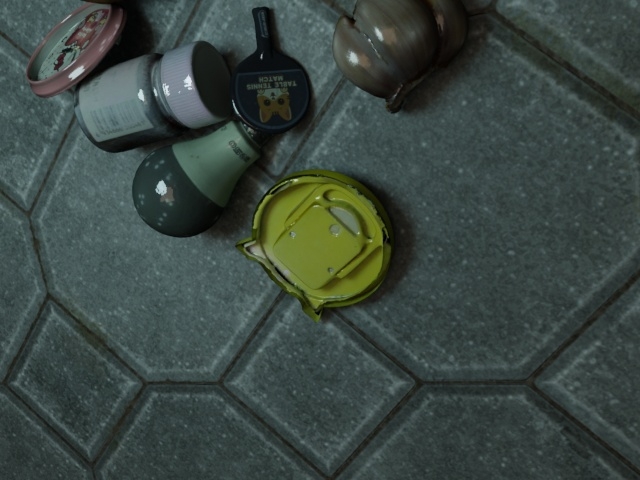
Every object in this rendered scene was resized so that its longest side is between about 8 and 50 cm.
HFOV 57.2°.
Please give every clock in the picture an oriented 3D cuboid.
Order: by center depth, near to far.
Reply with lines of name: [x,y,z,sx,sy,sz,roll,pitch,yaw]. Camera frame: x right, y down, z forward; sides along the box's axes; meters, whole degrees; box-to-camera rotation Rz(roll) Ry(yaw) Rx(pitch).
clock: [0.002,-0.003,1.131,0.293,0.071,0.277,-36,100,32]
clock: [-0.476,-0.377,1.154,0.244,0.244,0.056,-17,141,22]

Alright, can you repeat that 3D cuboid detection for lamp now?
lamp: [-0.232,-0.144,1.128,0.182,0.182,0.314,43,108,6]

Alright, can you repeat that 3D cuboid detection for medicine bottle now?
medicine bottle: [-0.319,-0.274,1.135,0.273,0.165,0.165,-10,99,20]

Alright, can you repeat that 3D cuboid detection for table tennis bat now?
table tennis bat: [-0.098,-0.314,1.092,0.150,0.027,0.236,-7,90,-10]

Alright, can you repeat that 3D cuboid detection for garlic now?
garlic: [0.126,-0.333,0.960,0.214,0.160,0.191,-36,94,26]

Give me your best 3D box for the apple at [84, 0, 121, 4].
apple: [-0.382,-0.588,1.024,0.301,0.301,0.302,5,104,19]
